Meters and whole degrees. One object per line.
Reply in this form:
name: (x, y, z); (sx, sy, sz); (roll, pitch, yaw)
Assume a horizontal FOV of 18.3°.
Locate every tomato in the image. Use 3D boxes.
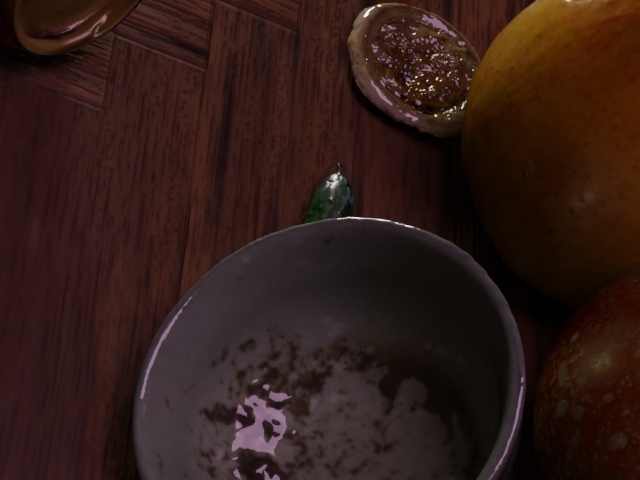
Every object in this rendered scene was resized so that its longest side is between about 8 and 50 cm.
tomato: (0.312, 0.149, 1.572); (0.270, 0.222, 0.270); (5, 80, -30)

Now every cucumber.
cucumber: (0.000, 0.000, 1.633); (0.039, 0.039, 0.168); (32, 50, -10)

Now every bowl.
bowl: (0.021, 0.140, 1.440); (0.289, 0.146, 0.289); (-9, 56, 14)

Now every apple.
apple: (0.271, -0.090, 1.715); (0.299, 0.275, 0.299); (21, 44, -22)

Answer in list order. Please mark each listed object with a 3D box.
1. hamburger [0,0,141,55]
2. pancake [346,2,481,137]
hamburger: (-0.220, -0.246, 1.586); (0.175, 0.175, 0.137); (-19, 58, -40)
pancake: (0.091, -0.154, 1.808); (0.151, 0.025, 0.151); (19, 50, -24)
